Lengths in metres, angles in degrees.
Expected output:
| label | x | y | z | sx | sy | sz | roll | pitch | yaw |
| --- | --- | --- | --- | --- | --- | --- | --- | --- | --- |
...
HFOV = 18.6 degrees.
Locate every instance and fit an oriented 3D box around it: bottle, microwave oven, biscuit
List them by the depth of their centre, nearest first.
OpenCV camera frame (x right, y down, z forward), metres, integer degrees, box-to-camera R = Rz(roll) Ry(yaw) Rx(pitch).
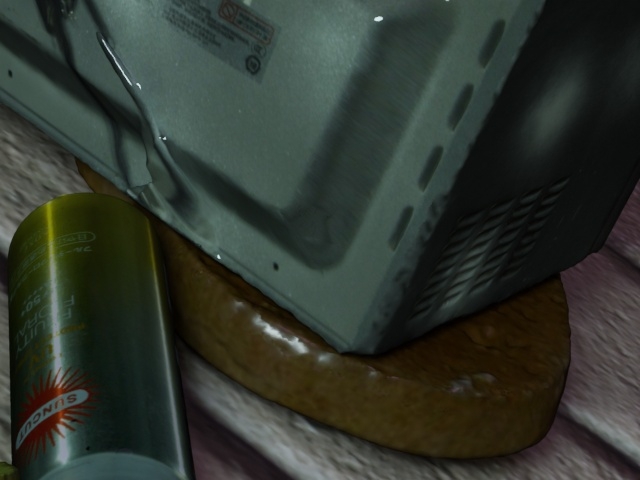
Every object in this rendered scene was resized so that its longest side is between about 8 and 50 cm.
| label | x | y | z | sx | sy | sz | roll | pitch | yaw |
| --- | --- | --- | --- | --- | --- | --- | --- | --- | --- |
| bottle | -0.101 | 0.085 | 0.898 | 0.082 | 0.082 | 0.286 | 18 | 28 | -21 |
| microwave oven | -0.024 | -0.171 | 1.132 | 0.432 | 0.236 | 0.374 | 35 | 26 | 22 |
| biscuit | -0.001 | 0.001 | 1.170 | 0.314 | 0.063 | 0.367 | 20 | 26 | -9 |

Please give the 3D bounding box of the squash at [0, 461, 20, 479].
| label | x | y | z | sx | sy | sz | roll | pitch | yaw |
| --- | --- | --- | --- | --- | --- | --- | --- | --- | --- |
| squash | -0.219 | 0.100 | 0.615 | 0.252 | 0.049 | 0.252 | -3 | -4 | 0 |
